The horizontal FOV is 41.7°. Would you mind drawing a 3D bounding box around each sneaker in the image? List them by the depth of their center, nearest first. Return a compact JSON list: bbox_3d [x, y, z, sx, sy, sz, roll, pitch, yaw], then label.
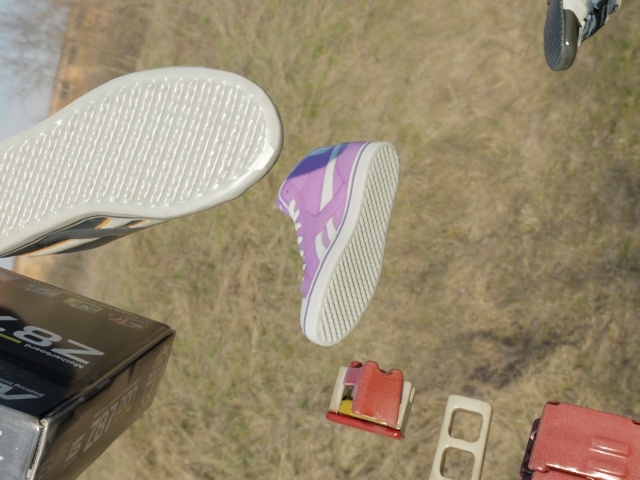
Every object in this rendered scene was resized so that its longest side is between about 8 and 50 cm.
[{"bbox_3d":[-0.175,-0.065,0.734,0.127,0.321,0.126,-10,-93,-76],"label":"sneaker"},{"bbox_3d":[0.001,0.000,1.127,0.161,0.102,0.282,5,68,37],"label":"sneaker"},{"bbox_3d":[0.522,-0.461,1.654,0.122,0.146,0.331,97,-174,-59],"label":"sneaker"}]

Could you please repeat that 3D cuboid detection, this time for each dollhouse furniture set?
[{"bbox_3d":[0.174,0.258,1.003,0.201,0.374,0.152,59,-135,-68],"label":"dollhouse furniture set"}]

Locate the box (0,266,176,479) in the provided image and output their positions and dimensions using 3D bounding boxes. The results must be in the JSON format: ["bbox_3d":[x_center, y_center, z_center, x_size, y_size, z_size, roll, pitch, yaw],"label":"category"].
[{"bbox_3d":[-0.349,0.076,0.683,0.318,0.394,0.097,-44,-27,-82],"label":"box"}]
